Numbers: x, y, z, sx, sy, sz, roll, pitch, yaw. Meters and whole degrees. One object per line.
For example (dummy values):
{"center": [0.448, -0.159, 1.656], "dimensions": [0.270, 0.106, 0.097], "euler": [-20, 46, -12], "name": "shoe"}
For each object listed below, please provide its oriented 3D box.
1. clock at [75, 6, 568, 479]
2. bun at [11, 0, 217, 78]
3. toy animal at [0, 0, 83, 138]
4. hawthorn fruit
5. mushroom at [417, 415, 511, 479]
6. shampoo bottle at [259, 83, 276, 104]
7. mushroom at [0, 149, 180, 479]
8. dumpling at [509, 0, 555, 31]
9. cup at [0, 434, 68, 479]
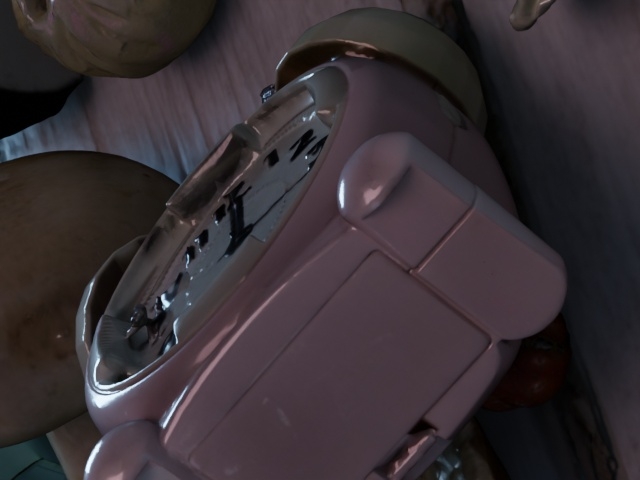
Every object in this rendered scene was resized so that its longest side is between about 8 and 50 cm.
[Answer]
{"center": [-0.015, 0.026, 1.250], "dimensions": [0.342, 0.184, 0.326], "euler": [-44, 24, 10], "name": "clock"}
{"center": [-0.179, -0.214, 1.539], "dimensions": [0.193, 0.128, 0.178], "euler": [20, 125, 30], "name": "bun"}
{"center": [-0.378, -0.155, 1.750], "dimensions": [0.310, 0.251, 0.251], "euler": [-31, 71, 41], "name": "toy animal"}
{"center": [0.114, 0.069, 1.283], "dimensions": [0.093, 0.093, 0.093], "euler": [9, 102, 50], "name": "hawthorn fruit"}
{"center": [0.010, 0.236, 1.296], "dimensions": [0.208, 0.302, 0.233], "euler": [41, 147, 0], "name": "mushroom"}
{"center": [0.000, 0.000, 1.442], "dimensions": [0.087, 0.049, 0.233], "euler": [-20, 80, 52], "name": "shampoo bottle"}
{"center": [-0.202, 0.084, 1.575], "dimensions": [0.292, 0.292, 0.290], "euler": [16, 136, 48], "name": "mushroom"}
{"center": [0.137, -0.246, 1.183], "dimensions": [0.132, 0.162, 0.250], "euler": [9, 118, 13], "name": "dumpling"}
{"center": [-0.330, 0.170, 1.809], "dimensions": [0.236, 0.134, 0.148], "euler": [36, 155, 34], "name": "cup"}
